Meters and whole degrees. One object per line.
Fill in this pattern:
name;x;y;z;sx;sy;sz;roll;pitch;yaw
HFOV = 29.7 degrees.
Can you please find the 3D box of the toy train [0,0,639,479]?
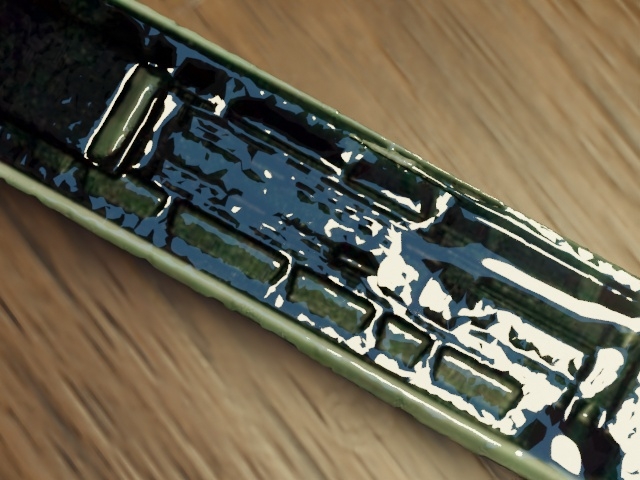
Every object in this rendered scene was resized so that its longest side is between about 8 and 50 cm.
toy train;0.000;0.000;0.468;0.407;0.088;0.086;30;86;6
